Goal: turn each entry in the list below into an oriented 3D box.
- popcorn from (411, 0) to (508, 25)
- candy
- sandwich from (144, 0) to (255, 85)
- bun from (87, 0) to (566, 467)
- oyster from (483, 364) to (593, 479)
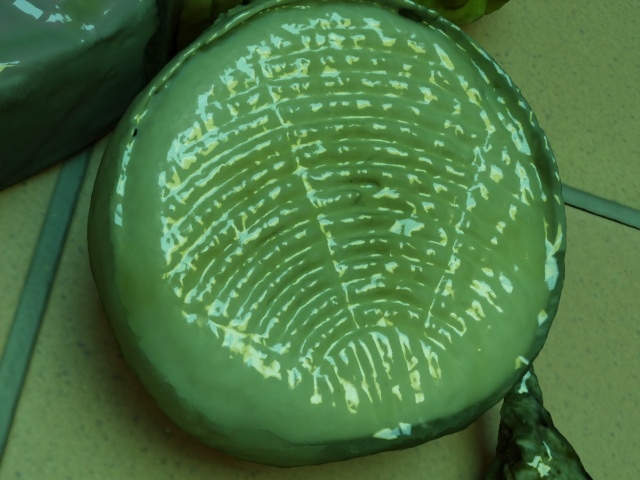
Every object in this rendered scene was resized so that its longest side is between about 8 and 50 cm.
[{"bbox_3d":[0.106,-0.336,1.019,0.257,0.270,0.224,-13,56,19],"label":"popcorn"},{"bbox_3d":[-0.235,-0.146,0.785,0.137,0.185,0.195,45,55,9],"label":"candy"},{"bbox_3d":[-0.123,-0.263,0.858,0.095,0.249,0.273,-15,69,-16],"label":"sandwich"},{"bbox_3d":[0.000,-0.003,0.793,0.364,0.202,0.365,3,82,-20],"label":"bun"},{"bbox_3d":[0.222,0.295,0.801,0.204,0.111,0.396,-38,87,-32],"label":"oyster"}]
